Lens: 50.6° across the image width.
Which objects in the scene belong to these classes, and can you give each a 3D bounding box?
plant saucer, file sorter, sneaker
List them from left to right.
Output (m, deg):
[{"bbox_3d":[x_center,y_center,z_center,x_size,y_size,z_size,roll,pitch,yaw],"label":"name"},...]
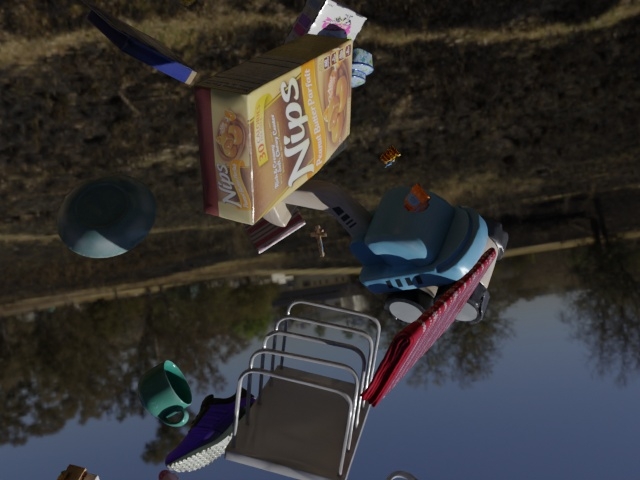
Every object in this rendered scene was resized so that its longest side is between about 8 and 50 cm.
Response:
[{"bbox_3d":[-0.419,-0.060,1.312,0.195,0.194,0.037,-8,151,-6],"label":"plant saucer"},{"bbox_3d":[-0.300,0.504,1.840,0.293,0.146,0.102,-31,147,-9],"label":"sneaker"},{"bbox_3d":[-0.016,0.240,1.135,0.193,0.173,0.277,11,-159,11],"label":"file sorter"}]

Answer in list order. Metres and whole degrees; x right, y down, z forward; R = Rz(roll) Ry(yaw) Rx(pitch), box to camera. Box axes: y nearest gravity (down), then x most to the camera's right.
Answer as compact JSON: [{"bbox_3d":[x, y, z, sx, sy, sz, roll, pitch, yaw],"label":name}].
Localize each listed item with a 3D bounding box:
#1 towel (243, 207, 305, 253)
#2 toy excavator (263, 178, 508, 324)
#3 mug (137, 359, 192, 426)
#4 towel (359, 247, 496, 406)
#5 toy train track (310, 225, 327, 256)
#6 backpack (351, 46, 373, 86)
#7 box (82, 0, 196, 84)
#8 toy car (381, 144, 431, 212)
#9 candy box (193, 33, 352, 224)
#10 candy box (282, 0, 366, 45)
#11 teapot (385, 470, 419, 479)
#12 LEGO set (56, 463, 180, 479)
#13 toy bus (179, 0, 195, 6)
[{"bbox_3d":[-0.132,-0.067,1.755,0.144,0.197,0.029,-33,141,3],"label":"towel"},{"bbox_3d":[0.120,-0.029,1.471,0.433,0.222,0.445,-12,130,47],"label":"toy excavator"},{"bbox_3d":[-0.398,0.390,1.705,0.097,0.129,0.157,-31,-153,3],"label":"mug"},{"bbox_3d":[0.175,0.135,1.085,0.275,0.031,0.198,-36,157,-41],"label":"towel"},{"bbox_3d":[0.000,0.000,1.742,0.048,0.083,0.014,1,-161,29],"label":"toy train track"},{"bbox_3d":[0.084,-0.464,1.827,0.114,0.084,0.105,-16,166,42],"label":"backpack"},{"bbox_3d":[-0.361,-0.387,1.325,0.036,0.136,0.225,-53,150,11],"label":"box"},{"bbox_3d":[0.136,-0.095,1.135,0.041,0.122,0.060,-38,180,-10],"label":"toy car"},{"bbox_3d":[-0.055,-0.174,0.984,0.088,0.182,0.316,14,-148,22],"label":"candy box"},{"bbox_3d":[0.007,-0.560,1.846,0.165,0.070,0.196,7,124,-45],"label":"candy box"},{"bbox_3d":[0.098,0.633,1.518,0.253,0.187,0.256,-35,149,15],"label":"teapot"},{"bbox_3d":[-0.324,0.376,0.978,0.107,0.132,0.287,31,171,29],"label":"LEGO set"},{"bbox_3d":[-0.311,-0.624,1.565,0.211,0.149,0.220,39,143,-17],"label":"toy bus"}]
